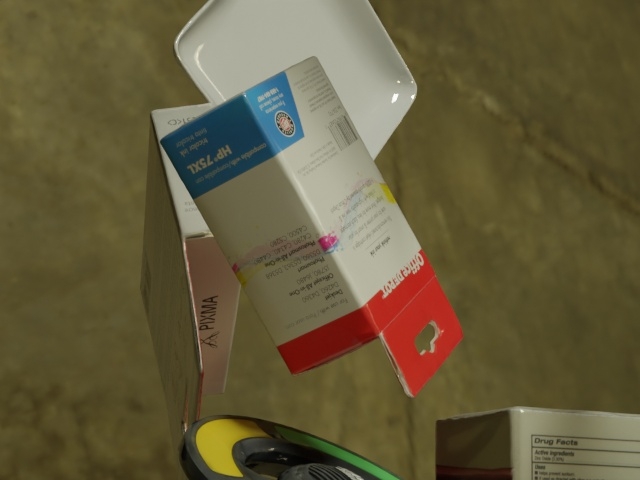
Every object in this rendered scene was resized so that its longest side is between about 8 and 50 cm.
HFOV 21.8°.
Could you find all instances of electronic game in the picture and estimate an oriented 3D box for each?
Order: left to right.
[{"bbox_3d":[0.012,0.178,1.102,0.229,0.229,0.048,13,105,-53],"label":"electronic game"}]

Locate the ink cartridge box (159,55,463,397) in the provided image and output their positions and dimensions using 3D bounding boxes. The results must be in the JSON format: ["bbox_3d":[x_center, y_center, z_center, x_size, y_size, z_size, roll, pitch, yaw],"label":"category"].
[{"bbox_3d":[0.000,0.000,1.149,0.231,0.078,0.134,61,27,-5],"label":"ink cartridge box"}]

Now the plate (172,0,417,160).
[{"bbox_3d":[-0.028,-0.177,1.751,0.278,0.045,0.277,56,48,-28],"label":"plate"}]

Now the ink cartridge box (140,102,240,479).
[{"bbox_3d":[-0.107,0.069,1.483,0.296,0.066,0.261,102,-23,-57],"label":"ink cartridge box"}]

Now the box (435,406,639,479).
[{"bbox_3d":[0.177,0.249,1.265,0.149,0.127,0.232,7,78,-24],"label":"box"}]
